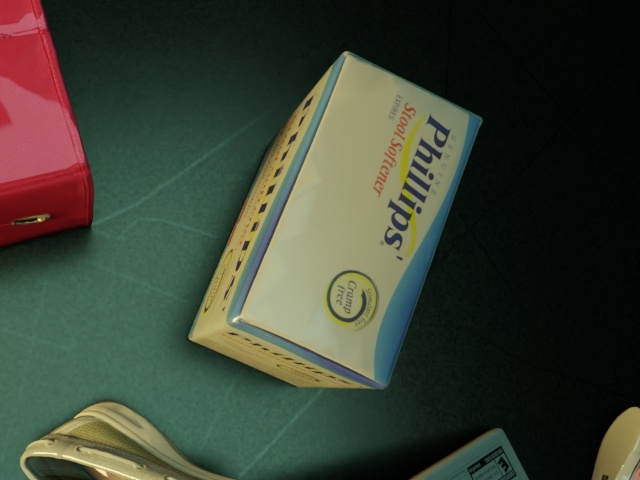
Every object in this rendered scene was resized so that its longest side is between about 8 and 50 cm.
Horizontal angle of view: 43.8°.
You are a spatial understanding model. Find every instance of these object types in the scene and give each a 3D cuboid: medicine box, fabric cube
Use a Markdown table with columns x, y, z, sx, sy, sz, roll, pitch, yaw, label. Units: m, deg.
| x | y | z | sx | sy | sz | roll | pitch | yaw | label |
| --- | --- | --- | --- | --- | --- | --- | --- | --- | --- |
| 0.000 | 0.000 | 0.799 | 0.149 | 0.289 | 0.263 | 24 | 74 | -11 | medicine box |
| -0.371 | -0.120 | 0.734 | 0.258 | 0.254 | 0.259 | -16 | 85 | -18 | fabric cube |

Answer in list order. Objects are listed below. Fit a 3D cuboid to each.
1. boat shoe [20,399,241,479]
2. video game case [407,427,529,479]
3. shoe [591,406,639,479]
| x | y | z | sx | sy | sz | roll | pitch | yaw | label |
| --- | --- | --- | --- | --- | --- | --- | --- | --- | --- |
| -0.135 | 0.267 | 0.740 | 0.320 | 0.103 | 0.118 | 31 | 116 | 20 | boat shoe |
| 0.168 | 0.374 | 0.799 | 0.329 | 0.036 | 0.299 | -9 | 68 | -51 | video game case |
| 0.384 | 0.300 | 0.978 | 0.081 | 0.063 | 0.178 | 27 | 79 | -11 | shoe |
